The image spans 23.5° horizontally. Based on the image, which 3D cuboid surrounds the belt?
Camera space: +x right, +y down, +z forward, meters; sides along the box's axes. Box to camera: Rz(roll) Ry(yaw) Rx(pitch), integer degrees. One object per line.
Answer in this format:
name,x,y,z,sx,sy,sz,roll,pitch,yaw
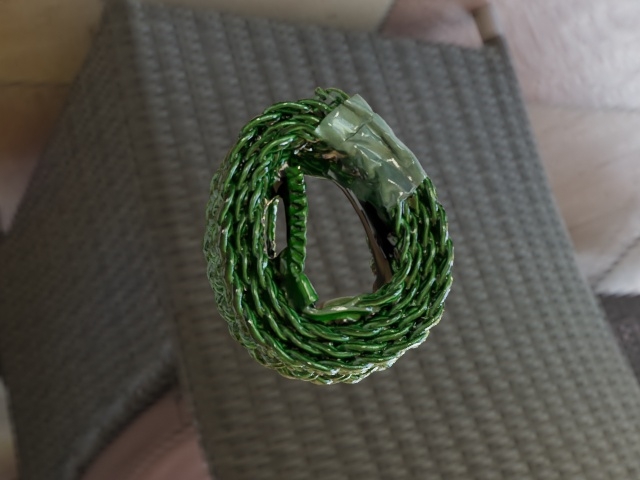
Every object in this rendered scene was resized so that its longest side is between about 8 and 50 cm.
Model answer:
belt,0.000,0.000,0.799,0.121,0.151,0.079,-15,174,-11
